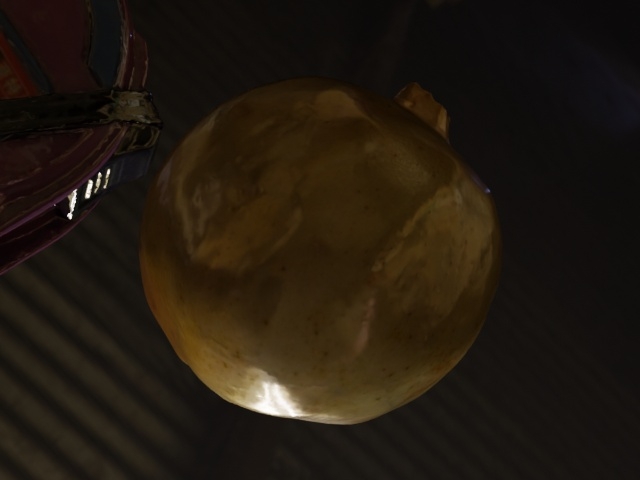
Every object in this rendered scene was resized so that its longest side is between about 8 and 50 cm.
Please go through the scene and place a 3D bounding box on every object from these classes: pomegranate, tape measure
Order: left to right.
[{"bbox_3d":[-0.115,-0.045,0.504,0.125,0.074,0.118,-31,-100,-22],"label":"tape measure"},{"bbox_3d":[-0.003,0.007,1.064,0.233,0.233,0.233,41,-156,-23],"label":"pomegranate"}]
